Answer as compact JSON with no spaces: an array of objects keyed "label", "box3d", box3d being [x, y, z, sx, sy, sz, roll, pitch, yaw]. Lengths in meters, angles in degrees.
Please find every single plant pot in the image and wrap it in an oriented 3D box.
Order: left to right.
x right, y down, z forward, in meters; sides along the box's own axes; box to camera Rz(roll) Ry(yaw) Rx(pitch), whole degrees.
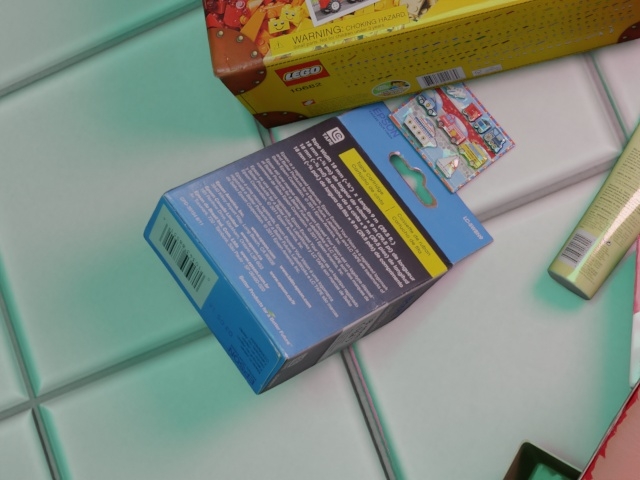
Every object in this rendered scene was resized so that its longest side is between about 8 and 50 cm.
[{"label":"plant pot","box3d":[0.254,0.295,1.635,0.109,0.096,0.109,29,90,16]}]

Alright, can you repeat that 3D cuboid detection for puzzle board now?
[{"label":"puzzle board","box3d":[0.158,-0.134,1.761,0.096,0.011,0.128,-38,74,-1]}]

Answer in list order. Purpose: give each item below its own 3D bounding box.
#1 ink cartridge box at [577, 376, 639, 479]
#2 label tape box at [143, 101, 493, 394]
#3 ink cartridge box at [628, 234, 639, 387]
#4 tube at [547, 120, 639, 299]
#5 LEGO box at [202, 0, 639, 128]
[{"label":"ink cartridge box","box3d":[0.337,0.220,1.432,0.130,0.272,0.309,31,92,15]},{"label":"label tape box","box3d":[0.000,0.000,1.715,0.333,0.106,0.241,-26,72,-34]},{"label":"ink cartridge box","box3d":[0.466,0.088,1.610,0.237,0.100,0.172,3,83,14]},{"label":"tube","box3d":[0.355,-0.043,1.685,0.070,0.062,0.240,37,86,-25]},{"label":"LEGO box","box3d":[0.114,-0.383,1.703,0.500,0.193,0.373,-13,73,12]}]
